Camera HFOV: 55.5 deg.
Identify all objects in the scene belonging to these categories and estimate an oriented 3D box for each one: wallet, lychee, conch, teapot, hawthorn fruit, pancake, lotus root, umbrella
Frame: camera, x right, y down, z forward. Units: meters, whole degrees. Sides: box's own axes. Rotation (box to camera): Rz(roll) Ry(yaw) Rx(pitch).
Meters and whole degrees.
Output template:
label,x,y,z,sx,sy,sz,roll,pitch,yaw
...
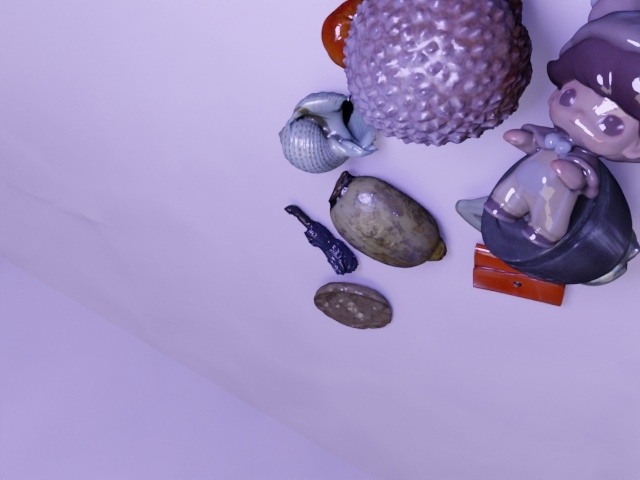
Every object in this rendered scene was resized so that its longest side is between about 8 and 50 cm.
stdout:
label,x,y,z,sx,sy,sz,roll,pitch,yaw
wallet,0.447,0.078,1.373,0.204,0.045,0.142,12,141,23
lychee,0.174,-0.284,0.922,0.299,0.300,0.300,19,142,15
conch,0.014,-0.222,1.243,0.199,0.131,0.172,1,114,-6
teapot,0.426,-0.007,1.135,0.239,0.240,0.321,32,141,-26
hawthorn fruit,0.063,-0.359,1.066,0.125,0.140,0.125,1,112,4
pancake,0.098,0.184,1.738,0.241,0.050,0.242,16,149,10
lotus root,0.158,-0.035,1.357,0.309,0.173,0.173,31,145,-15
umbrella,0.006,-0.006,1.560,0.248,0.071,0.071,48,140,-17

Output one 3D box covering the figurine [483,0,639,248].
label,x,y,z,sx,sy,sz,roll,pitch,yaw
figurine,0.407,-0.165,0.892,0.381,0.203,0.248,-56,50,21
